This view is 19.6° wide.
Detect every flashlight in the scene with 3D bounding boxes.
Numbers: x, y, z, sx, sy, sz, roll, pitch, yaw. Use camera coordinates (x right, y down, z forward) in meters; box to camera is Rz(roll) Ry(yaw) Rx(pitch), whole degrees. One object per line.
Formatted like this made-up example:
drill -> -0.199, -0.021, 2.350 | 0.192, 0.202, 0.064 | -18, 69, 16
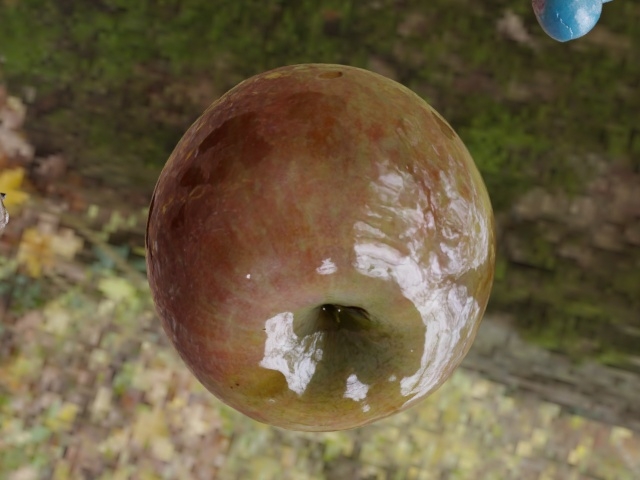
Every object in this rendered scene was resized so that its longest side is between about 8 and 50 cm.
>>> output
flashlight -> 0.197, -0.181, 1.237 | 0.129, 0.051, 0.051 | -35, 141, -14

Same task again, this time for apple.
apple -> 0.000, 0.000, 0.991 | 0.174, 0.188, 0.188 | -91, 175, -51

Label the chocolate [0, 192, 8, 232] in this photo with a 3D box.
chocolate -> -0.393, -0.061, 1.692 | 0.093, 0.214, 0.148 | -13, 96, -59
